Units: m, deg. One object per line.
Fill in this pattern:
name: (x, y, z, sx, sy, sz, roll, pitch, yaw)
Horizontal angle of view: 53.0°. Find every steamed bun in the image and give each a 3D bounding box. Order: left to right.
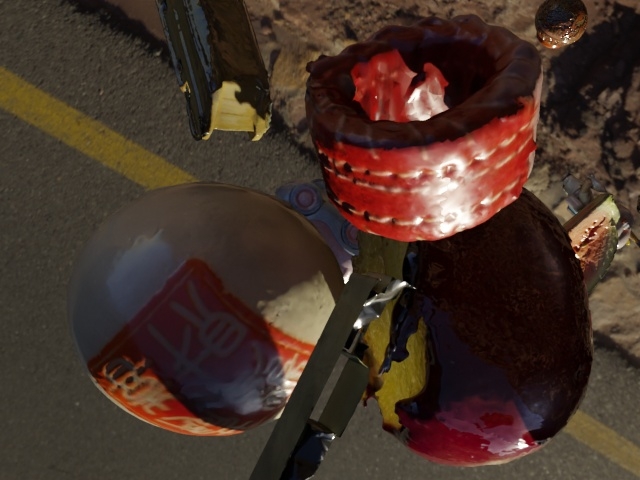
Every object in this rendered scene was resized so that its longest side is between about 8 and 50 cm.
steamed bun: (-0.149, 0.115, 0.849, 0.373, 0.241, 0.375, 1, 129, 1)

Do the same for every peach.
peach: (0.185, 0.084, 0.910, 0.353, 0.339, 0.417, -34, 90, -19)

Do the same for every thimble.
thimble: (0.088, -0.094, 0.535, 0.189, 0.163, 0.125, -15, 137, 3)

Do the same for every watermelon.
watermelon: (0.496, 0.058, 1.290, 0.128, 0.159, 0.303, 44, 96, 10)

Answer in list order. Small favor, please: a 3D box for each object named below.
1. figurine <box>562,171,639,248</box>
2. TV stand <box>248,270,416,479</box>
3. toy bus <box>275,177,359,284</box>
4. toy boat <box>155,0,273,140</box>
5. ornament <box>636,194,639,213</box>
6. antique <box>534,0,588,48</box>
figurine: (0.623, -0.057, 1.443, 0.111, 0.229, 0.137, -31, 150, 0)
TV stand: (-0.005, 0.135, 0.469, 0.042, 0.036, 0.249, 33, 79, -32)
toy bus: (0.000, 0.000, 1.484, 0.294, 0.197, 0.232, 34, 102, 2)
toy boat: (-0.187, -0.356, 1.023, 0.135, 0.446, 0.162, -6, 163, -35)
ornament: (0.696, -0.006, 1.213, 0.080, 0.202, 0.236, -39, 82, 41)
antique: (0.464, -0.425, 1.237, 0.103, 0.104, 0.104, -1, 123, -1)
